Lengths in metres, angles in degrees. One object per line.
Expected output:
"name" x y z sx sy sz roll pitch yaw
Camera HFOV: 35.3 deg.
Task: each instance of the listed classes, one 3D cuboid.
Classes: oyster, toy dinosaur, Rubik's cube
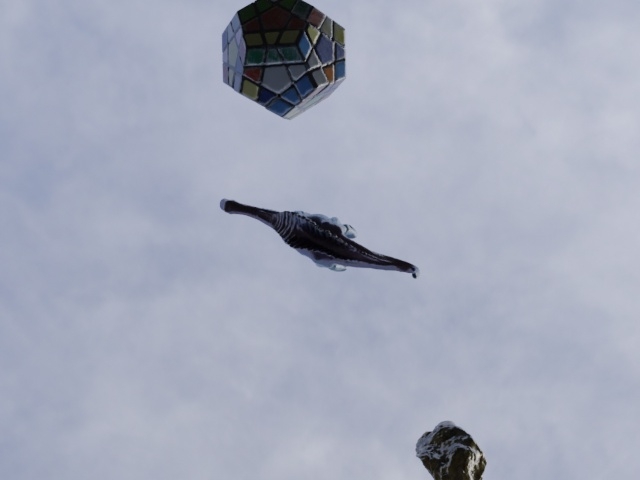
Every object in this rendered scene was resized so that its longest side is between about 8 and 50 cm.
"oyster" 0.107 0.176 0.812 0.051 0.034 0.093 -17 -148 -14
"toy dinosaur" 0.000 0.000 0.832 0.197 0.080 0.045 21 -87 28
"Rubik's cube" -0.030 -0.155 0.845 0.111 0.111 0.093 30 -83 14
